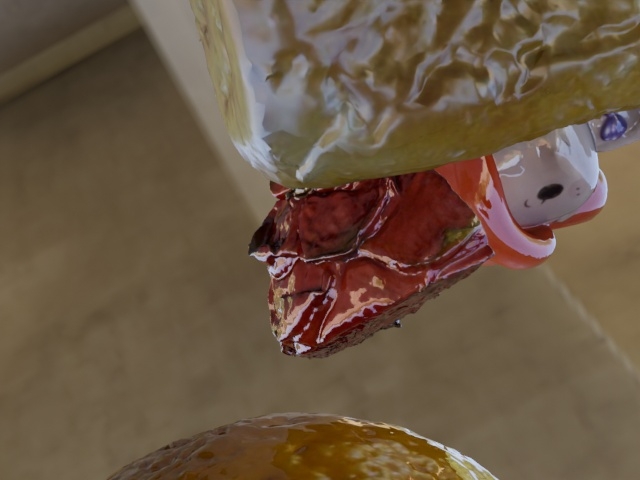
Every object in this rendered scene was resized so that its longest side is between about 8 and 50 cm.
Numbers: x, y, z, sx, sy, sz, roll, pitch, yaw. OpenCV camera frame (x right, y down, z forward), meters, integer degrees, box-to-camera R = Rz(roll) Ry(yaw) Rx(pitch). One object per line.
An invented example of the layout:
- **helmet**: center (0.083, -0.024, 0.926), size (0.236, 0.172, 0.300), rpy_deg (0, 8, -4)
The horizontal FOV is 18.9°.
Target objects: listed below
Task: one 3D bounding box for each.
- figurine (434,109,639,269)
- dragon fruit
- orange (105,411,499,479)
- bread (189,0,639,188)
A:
- **figurine**: center (0.174, -0.082, 1.273), size (0.257, 0.181, 0.208), rpy_deg (-21, -132, 5)
- **dragon fruit**: center (0.000, 0.000, 0.930), size (0.083, 0.106, 0.162), rpy_deg (-24, 174, -24)
- **orange**: center (-0.009, 0.244, 0.958), size (0.341, 0.340, 0.293), rpy_deg (-20, -150, 32)
- **bread**: center (0.061, -0.135, 0.779), size (0.246, 0.195, 0.176), rpy_deg (-14, -168, -9)
